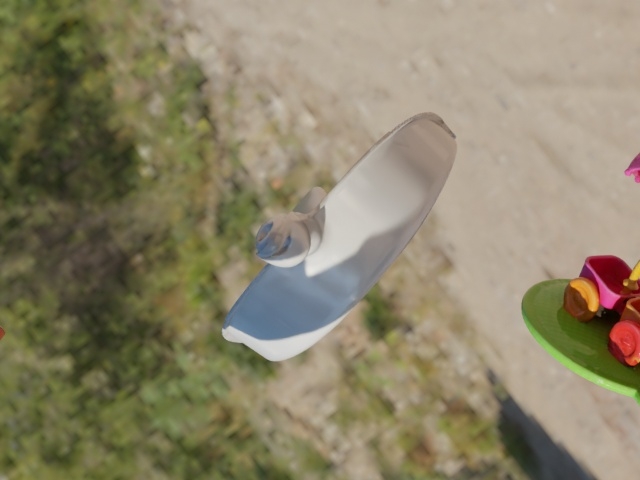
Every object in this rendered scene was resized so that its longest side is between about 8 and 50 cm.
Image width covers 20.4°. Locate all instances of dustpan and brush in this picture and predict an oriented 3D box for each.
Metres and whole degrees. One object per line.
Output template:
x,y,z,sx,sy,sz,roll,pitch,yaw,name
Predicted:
0.000,0.000,0.787,0.060,0.147,0.211,41,-173,-6,dustpan and brush

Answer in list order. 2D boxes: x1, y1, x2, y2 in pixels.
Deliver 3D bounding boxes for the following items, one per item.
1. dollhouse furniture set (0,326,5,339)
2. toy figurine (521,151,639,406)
-0.081,0.117,0.536,0.259,0.135,0.262,37,168,24,dollhouse furniture set
0.228,0.014,1.122,0.173,0.130,0.159,49,128,41,toy figurine
